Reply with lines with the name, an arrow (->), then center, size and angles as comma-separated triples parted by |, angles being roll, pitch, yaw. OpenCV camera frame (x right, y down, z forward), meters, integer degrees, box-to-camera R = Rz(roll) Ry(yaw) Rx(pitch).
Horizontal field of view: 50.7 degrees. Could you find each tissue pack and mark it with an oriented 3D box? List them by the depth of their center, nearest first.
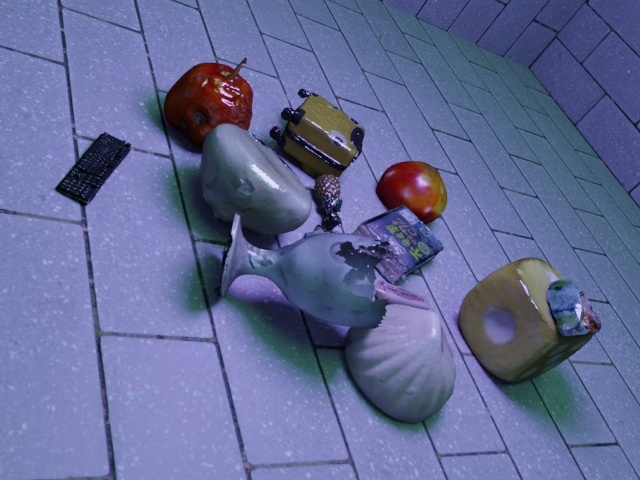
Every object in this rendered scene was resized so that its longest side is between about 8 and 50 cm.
tissue pack -> 0.204, 0.004, 1.758 | 0.173, 0.073, 0.235 | 47, 36, 13

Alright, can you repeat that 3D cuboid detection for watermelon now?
watermelon -> 0.599, 0.160, 1.558 | 0.139, 0.071, 0.187 | 34, 36, -18

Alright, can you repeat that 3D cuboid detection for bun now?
bun -> 0.195, 0.227, 1.410 | 0.263, 0.175, 0.263 | 24, 39, -21
bun -> -0.158, -0.110, 1.485 | 0.283, 0.179, 0.283 | 42, 14, -13

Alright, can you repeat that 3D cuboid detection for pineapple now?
pineapple -> 0.023, -0.094, 1.713 | 0.074, 0.074, 0.160 | 17, 45, -29

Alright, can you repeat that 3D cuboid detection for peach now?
peach -> 0.260, -0.132, 1.930 | 0.190, 0.192, 0.190 | 13, 74, -56

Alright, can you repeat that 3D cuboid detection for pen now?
pen -> 0.181, 0.131, 1.628 | 0.197, 0.032, 0.053 | 17, 40, -30

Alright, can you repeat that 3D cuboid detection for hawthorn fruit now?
hawthorn fruit -> -0.243, -0.339, 1.593 | 0.207, 0.243, 0.208 | 27, 36, -21

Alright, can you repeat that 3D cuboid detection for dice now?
dice -> 0.506, 0.199, 1.675 | 0.233, 0.227, 0.238 | 0, 51, -42

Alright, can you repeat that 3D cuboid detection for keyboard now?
keyboard -> -0.458, -0.154, 1.379 | 0.072, 0.023, 0.231 | 28, 36, -11

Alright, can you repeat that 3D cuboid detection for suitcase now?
suitcase -> -0.004, -0.279, 1.830 | 0.234, 0.143, 0.194 | 34, 34, -6

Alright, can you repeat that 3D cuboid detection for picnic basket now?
picnic basket -> 0.000, 0.000, 1.587 | 0.083, 0.065, 0.083 | 6, 39, -15

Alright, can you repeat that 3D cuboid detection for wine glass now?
wine glass -> -0.022, 0.060, 1.327 | 0.356, 0.191, 0.191 | 11, 39, -3
